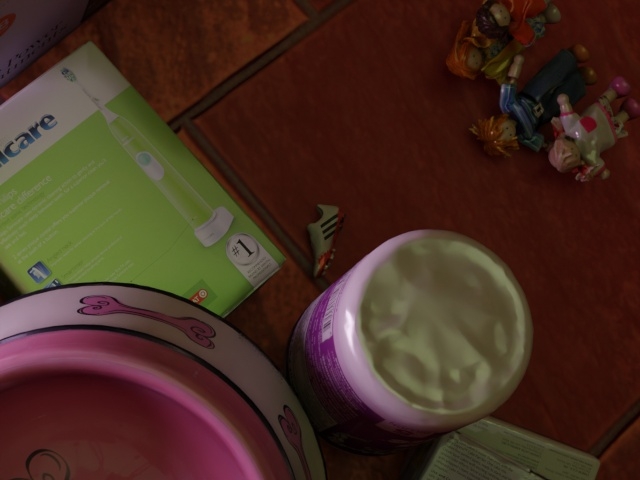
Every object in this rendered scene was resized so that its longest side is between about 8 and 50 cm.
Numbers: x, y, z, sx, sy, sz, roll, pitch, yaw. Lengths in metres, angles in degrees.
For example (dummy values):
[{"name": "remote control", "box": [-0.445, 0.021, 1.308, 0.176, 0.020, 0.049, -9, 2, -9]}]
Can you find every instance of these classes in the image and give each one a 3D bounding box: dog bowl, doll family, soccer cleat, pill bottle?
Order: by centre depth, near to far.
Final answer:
[{"name": "dog bowl", "box": [-0.193, 0.244, 1.112, 0.408, 0.150, 0.408, 0, 94, -1]}, {"name": "pill bottle", "box": [0.061, 0.107, 1.218, 0.169, 0.301, 0.169, 4, 74, -14]}, {"name": "soccer cleat", "box": [0.000, 0.000, 1.380, 0.035, 0.029, 0.083, 19, 67, -1]}, {"name": "doll family", "box": [0.225, -0.176, 1.462, 0.163, 0.118, 0.263, -38, 106, -28]}]

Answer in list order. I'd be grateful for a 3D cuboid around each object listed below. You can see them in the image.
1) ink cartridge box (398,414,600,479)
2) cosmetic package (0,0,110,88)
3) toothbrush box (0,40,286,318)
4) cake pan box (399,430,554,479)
[{"name": "ink cartridge box", "box": [0.157, 0.290, 1.341, 0.181, 0.056, 0.225, 22, 89, -9]}, {"name": "cosmetic package", "box": [-0.235, -0.289, 1.255, 0.097, 0.284, 0.377, 46, 69, 0]}, {"name": "toothbrush box", "box": [-0.207, -0.010, 1.271, 0.206, 0.122, 0.283, -42, 90, -20]}, {"name": "cake pan box", "box": [0.169, 0.338, 1.279, 0.267, 0.070, 0.246, 28, 87, -6]}]
